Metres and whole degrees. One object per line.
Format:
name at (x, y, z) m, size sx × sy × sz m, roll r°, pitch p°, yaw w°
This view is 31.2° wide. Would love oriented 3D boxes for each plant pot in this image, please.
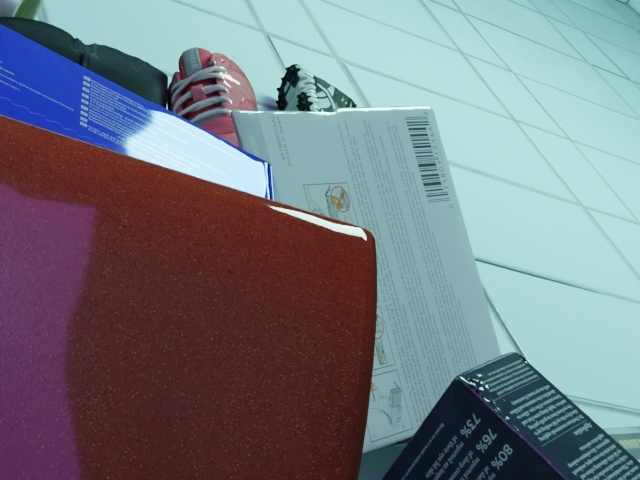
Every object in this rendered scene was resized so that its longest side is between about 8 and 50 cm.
plant pot at (-0.125, 0.131, 0.644) m, size 0.267 × 0.267 × 0.236 m, roll 16°, pitch 42°, yaw -27°

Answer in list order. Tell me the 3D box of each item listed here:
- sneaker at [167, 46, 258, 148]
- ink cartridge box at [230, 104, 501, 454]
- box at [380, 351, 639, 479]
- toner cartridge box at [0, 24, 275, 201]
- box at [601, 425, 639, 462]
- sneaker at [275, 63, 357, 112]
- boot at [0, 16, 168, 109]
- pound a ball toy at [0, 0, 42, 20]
sneaker at (-0.116, -0.118, 1.121) m, size 0.314 × 0.115 × 0.136 m, roll -104°, pitch 175°, yaw -78°
ink cartridge box at (0.036, 0.031, 0.999) m, size 0.261 × 0.066 × 0.296 m, roll -7°, pitch 79°, yaw -45°
box at (0.163, 0.215, 0.888) m, size 0.207 × 0.153 × 0.108 m, roll 44°, pitch 28°, yaw 22°
toner cartridge box at (-0.186, -0.046, 0.754) m, size 0.347 × 0.075 × 0.165 m, roll 27°, pitch 37°, yaw -30°
box at (0.285, 0.255, 1.049) m, size 0.231 × 0.056 × 0.183 m, roll 6°, pitch 35°, yaw -41°
sneaker at (0.008, -0.146, 1.438) m, size 0.106 × 0.078 × 0.234 m, roll 19°, pitch 26°, yaw -17°
boot at (-0.294, -0.081, 0.924) m, size 0.367 × 0.146 × 0.445 m, roll 31°, pitch 28°, yaw -24°
pound a ball toy at (-0.445, -0.318, 1.204) m, size 0.319 × 0.136 × 0.208 m, roll 27°, pitch 27°, yaw -8°
